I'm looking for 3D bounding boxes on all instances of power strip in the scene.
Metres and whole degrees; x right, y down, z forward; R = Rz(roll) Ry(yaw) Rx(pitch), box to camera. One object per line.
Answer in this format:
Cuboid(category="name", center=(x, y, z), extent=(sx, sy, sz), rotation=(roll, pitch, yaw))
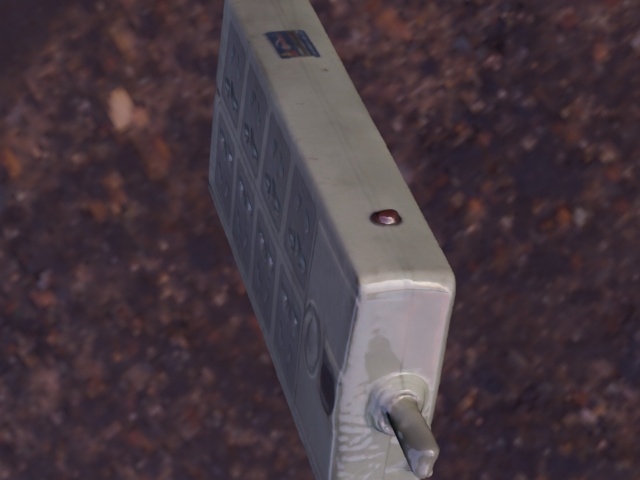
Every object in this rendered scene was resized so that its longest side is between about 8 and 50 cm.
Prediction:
Cuboid(category="power strip", center=(0.000, 0.000, 0.362), extent=(0.019, 0.136, 0.051), rotation=(0, 122, -15))
